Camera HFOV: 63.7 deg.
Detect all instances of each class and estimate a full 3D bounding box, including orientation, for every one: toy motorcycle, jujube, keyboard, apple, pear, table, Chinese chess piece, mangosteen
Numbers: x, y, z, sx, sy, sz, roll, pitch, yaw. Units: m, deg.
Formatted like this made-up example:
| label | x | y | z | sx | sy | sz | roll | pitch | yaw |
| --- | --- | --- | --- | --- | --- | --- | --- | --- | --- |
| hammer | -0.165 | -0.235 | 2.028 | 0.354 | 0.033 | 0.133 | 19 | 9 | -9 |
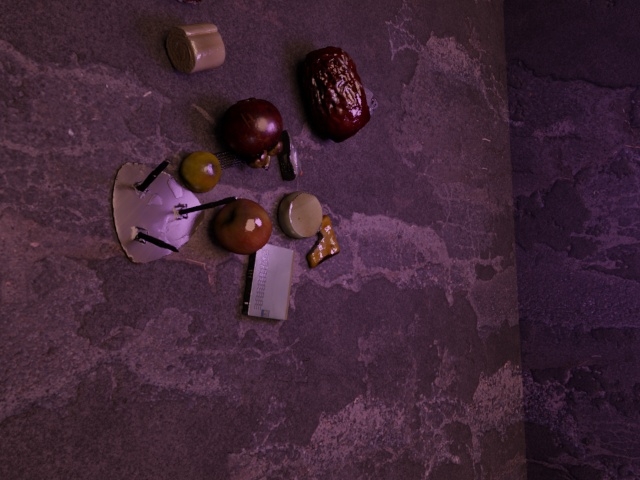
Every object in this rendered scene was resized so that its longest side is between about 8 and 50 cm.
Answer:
| label | x | y | z | sx | sy | sz | roll | pitch | yaw |
| --- | --- | --- | --- | --- | --- | --- | --- | --- | --- |
| toy motorcycle | 0.170 | -0.629 | 2.289 | 0.215 | 0.080 | 0.122 | 29 | 64 | -33 |
| jujube | 0.068 | -0.591 | 2.086 | 0.258 | 0.258 | 0.377 | -30 | 114 | -41 |
| keyboard | -0.304 | -0.299 | 1.845 | 0.204 | 0.013 | 0.061 | -25 | 104 | -42 |
| apple | -0.259 | -0.044 | 1.745 | 0.174 | 0.188 | 0.188 | 35 | 63 | -43 |
| pear | -0.387 | -0.228 | 1.702 | 0.141 | 0.104 | 0.141 | 2 | 87 | -40 |
| table | -0.447 | -0.110 | 1.528 | 0.317 | 0.249 | 0.317 | 5 | 83 | -44 |
| Chinese chess piece | -0.078 | -0.098 | 2.000 | 0.188 | 0.083 | 0.188 | 1 | 89 | -45 |
| mangosteen | -0.227 | -0.363 | 1.792 | 0.215 | 0.215 | 0.257 | -30 | 113 | -41 |

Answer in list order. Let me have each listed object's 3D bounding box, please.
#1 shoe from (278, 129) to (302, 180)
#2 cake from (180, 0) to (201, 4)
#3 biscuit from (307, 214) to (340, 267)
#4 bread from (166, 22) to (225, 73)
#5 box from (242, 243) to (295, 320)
| label | x | y | z | sx | sy | sz | roll | pitch | yaw |
| --- | --- | --- | --- | --- | --- | --- | --- | --- | --- |
| shoe | -0.117 | -0.329 | 1.995 | 0.077 | 0.074 | 0.194 | -20 | 103 | -55 |
| cake | -0.435 | -0.857 | 1.681 | 0.135 | 0.147 | 0.134 | -2 | 86 | -43 |
| biscuit | 0.000 | 0.000 | 2.093 | 0.174 | 0.039 | 0.183 | -24 | 103 | -40 |
| bread | -0.409 | -0.633 | 1.694 | 0.141 | 0.134 | 0.148 | -33 | 121 | -45 |
| box | -0.191 | 0.150 | 1.890 | 0.211 | 0.045 | 0.270 | 14 | 77 | -42 |
